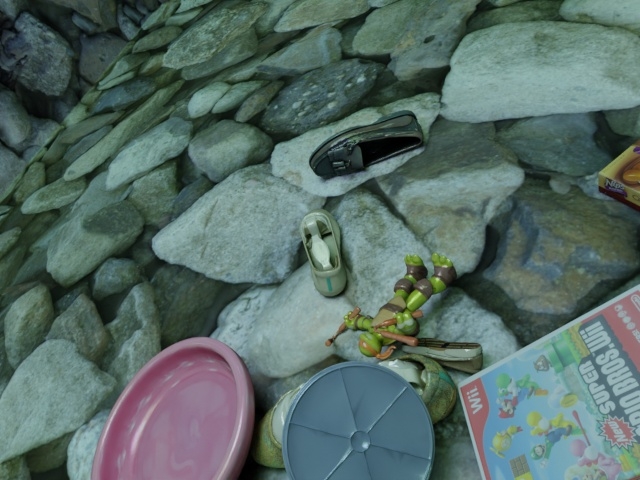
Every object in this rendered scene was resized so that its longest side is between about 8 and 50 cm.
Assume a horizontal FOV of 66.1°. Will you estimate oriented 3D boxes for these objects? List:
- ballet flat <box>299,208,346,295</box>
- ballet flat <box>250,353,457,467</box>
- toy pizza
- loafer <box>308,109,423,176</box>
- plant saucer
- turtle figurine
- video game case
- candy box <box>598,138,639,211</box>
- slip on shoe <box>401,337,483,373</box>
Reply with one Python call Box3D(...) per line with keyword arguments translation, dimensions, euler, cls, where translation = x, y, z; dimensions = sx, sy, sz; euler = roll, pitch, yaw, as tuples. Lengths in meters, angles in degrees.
Box3D(translation=(0.000, 0.000, 0.997), dimensions=(0.086, 0.086, 0.248), euler=(-26, 45, 8), cls="ballet flat")
Box3D(translation=(0.028, 0.251, 0.745), dimensions=(0.348, 0.123, 0.123), euler=(-20, 46, 14), cls="ballet flat")
Box3D(translation=(0.050, 0.262, 0.646), dimensions=(0.201, 0.032, 0.201), euler=(2, 72, -5), cls="toy pizza")
Box3D(translation=(0.102, -0.208, 1.111), dimensions=(0.267, 0.096, 0.084), euler=(-24, 51, 7), cls="loafer")
Box3D(translation=(-0.237, 0.331, 0.831), dimensions=(0.332, 0.084, 0.332), euler=(-20, 46, 22), cls="plant saucer")
Box3D(translation=(0.132, 0.116, 0.795), dimensions=(0.217, 0.087, 0.269), euler=(-46, 7, -23), cls="turtle figurine")
Box3D(translation=(0.309, 0.200, 0.594), dimensions=(0.285, 0.025, 0.204), euler=(-40, 29, 26), cls="video game case")
Box3D(translation=(0.568, -0.128, 0.802), dimensions=(0.186, 0.053, 0.109), euler=(-39, 45, -3), cls="candy box")
Box3D(translation=(0.187, 0.179, 0.766), dimensions=(0.135, 0.041, 0.051), euler=(-5, 6, 38), cls="slip on shoe")
